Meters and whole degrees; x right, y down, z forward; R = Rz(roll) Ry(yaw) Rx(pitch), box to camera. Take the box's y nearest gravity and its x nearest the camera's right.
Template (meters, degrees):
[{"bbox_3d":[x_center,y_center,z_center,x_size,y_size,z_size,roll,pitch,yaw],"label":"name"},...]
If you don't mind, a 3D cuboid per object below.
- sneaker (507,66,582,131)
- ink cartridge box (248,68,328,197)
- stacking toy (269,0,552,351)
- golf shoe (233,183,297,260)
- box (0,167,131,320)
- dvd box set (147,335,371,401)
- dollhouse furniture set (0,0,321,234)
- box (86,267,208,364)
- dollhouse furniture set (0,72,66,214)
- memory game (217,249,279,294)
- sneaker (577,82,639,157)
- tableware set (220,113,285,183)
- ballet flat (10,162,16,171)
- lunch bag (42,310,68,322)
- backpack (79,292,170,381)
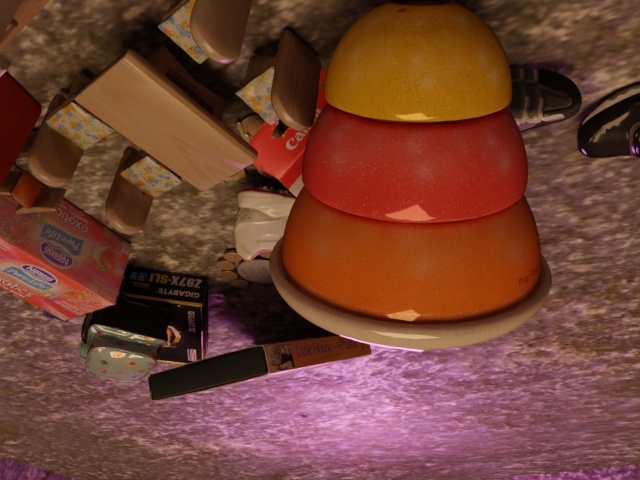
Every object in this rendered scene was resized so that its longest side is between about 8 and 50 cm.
[{"bbox_3d":[0.242,-0.167,0.953,0.228,0.086,0.132,3,153,21],"label":"sneaker"},{"bbox_3d":[0.024,-0.124,0.998,0.224,0.056,0.181,28,115,-32],"label":"ink cartridge box"},{"bbox_3d":[0.113,-0.150,0.787,0.350,0.351,0.480,3,114,4],"label":"stacking toy"},{"bbox_3d":[0.000,0.000,1.151,0.306,0.140,0.115,13,179,-7],"label":"golf shoe"},{"bbox_3d":[-0.516,0.010,1.246,0.154,0.142,0.300,-17,140,28],"label":"box"},{"bbox_3d":[-0.117,0.269,1.484,0.307,0.062,0.420,-19,167,29],"label":"dvd box set"},{"bbox_3d":[-0.261,-0.165,0.832,0.362,0.257,0.394,-24,134,34],"label":"dollhouse furniture set"},{"bbox_3d":[-0.385,0.175,1.537,0.257,0.079,0.322,10,146,-4],"label":"box"},{"bbox_3d":[-0.470,-0.113,0.954,0.135,0.259,0.262,-1,149,26],"label":"dollhouse furniture set"},{"bbox_3d":[-0.119,0.061,1.389,0.186,0.012,0.186,3,147,2],"label":"memory game"},{"bbox_3d":[0.490,-0.144,0.902,0.283,0.124,0.107,-12,142,24],"label":"sneaker"},{"bbox_3d":[-0.124,-0.139,1.083,0.168,0.020,0.141,-6,145,16],"label":"tableware set"},{"bbox_3d":[-0.540,-0.169,1.058,0.070,0.070,0.188,-17,144,29],"label":"ballet flat"},{"bbox_3d":[-0.574,0.132,1.502,0.065,0.067,0.098,18,143,-19],"label":"lunch bag"},{"bbox_3d":[-0.406,0.207,1.396,0.165,0.145,0.188,14,149,-23],"label":"backpack"}]
